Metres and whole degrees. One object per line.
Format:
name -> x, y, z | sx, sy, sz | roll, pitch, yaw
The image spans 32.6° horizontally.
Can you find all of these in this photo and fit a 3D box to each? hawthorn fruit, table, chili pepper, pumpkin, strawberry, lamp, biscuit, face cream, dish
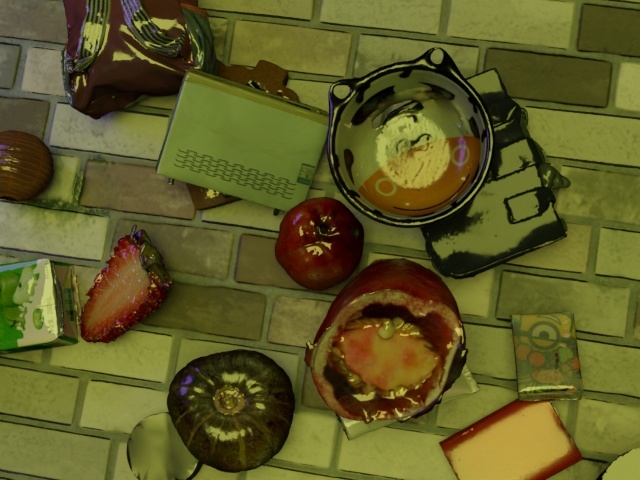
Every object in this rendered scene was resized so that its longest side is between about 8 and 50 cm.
hawthorn fruit -> 0.000, 0.000, 1.869 | 0.157, 0.194, 0.156 | 1, 76, -3
table -> -0.271, 0.369, 1.921 | 0.134, 0.043, 0.133 | -1, 82, 7
chili pepper -> 0.113, 0.160, 1.802 | 0.229, 0.305, 0.251 | 29, 99, 2
pumpkin -> -0.146, 0.294, 1.869 | 0.219, 0.162, 0.218 | 4, 59, -6
strawberry -> -0.346, 0.088, 1.963 | 0.208, 0.087, 0.167 | -38, 57, 25
lamp -> -0.554, -0.135, 1.983 | 0.136, 0.136, 0.136 | -1, 82, 7
biscuit -> -0.148, -0.186, 1.988 | 0.278, 0.043, 0.301 | 23, 85, 10
face cream -> 0.145, 0.270, 1.884 | 0.244, 0.058, 0.092 | -25, 75, -4
dish -> 0.153, -0.153, 1.808 | 0.303, 0.120, 0.302 | -2, 82, 13

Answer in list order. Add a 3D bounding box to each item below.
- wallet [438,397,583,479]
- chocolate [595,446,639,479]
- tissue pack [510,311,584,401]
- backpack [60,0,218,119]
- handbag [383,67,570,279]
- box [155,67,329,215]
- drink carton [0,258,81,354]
wallet -> 0.322, 0.357, 1.852 | 0.204, 0.045, 0.142 | -30, 80, 2
chocolate -> 0.547, 0.462, 1.739 | 0.284, 0.186, 0.283 | -3, 78, 16
tissue pack -> 0.380, 0.195, 1.839 | 0.109, 0.060, 0.148 | -4, 60, 8
backpack -> -0.339, -0.401, 1.965 | 0.283, 0.197, 0.317 | -12, 78, 8
handbag -> 0.281, -0.115, 1.892 | 0.269, 0.118, 0.325 | -21, 81, 10
box -> -0.135, -0.165, 1.911 | 0.270, 0.045, 0.210 | 14, 104, -15
drink carton -> -0.577, 0.122, 1.961 | 0.271, 0.108, 0.161 | -9, 81, 5
